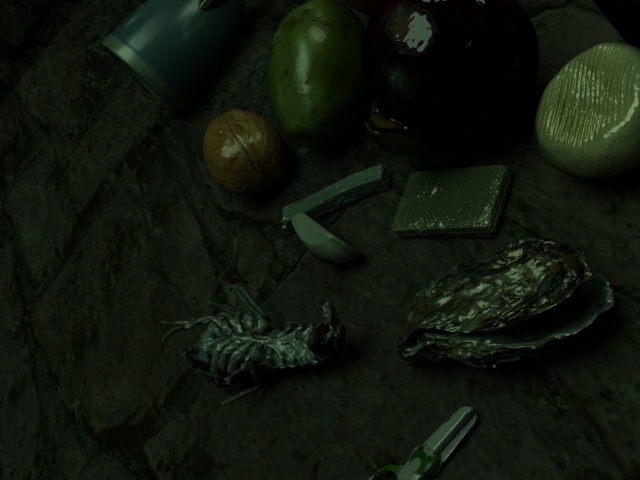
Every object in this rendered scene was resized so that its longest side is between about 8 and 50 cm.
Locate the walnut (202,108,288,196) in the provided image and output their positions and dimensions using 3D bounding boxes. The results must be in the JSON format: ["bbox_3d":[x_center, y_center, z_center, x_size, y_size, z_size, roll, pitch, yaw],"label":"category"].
[{"bbox_3d":[-0.154,-0.177,1.872,0.165,0.165,0.197,-51,37,3],"label":"walnut"}]

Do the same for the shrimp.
[{"bbox_3d":[-0.122,0.178,1.575,0.411,0.166,0.221,-2,57,31],"label":"shrimp"}]

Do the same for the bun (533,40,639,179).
[{"bbox_3d":[0.410,-0.174,1.313,0.222,0.127,0.222,-40,32,33],"label":"bun"}]

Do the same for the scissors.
[{"bbox_3d":[0.146,0.311,1.285,0.204,0.027,0.101,-49,39,8],"label":"scissors"}]

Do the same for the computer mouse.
[{"bbox_3d":[0.000,0.000,1.627,0.056,0.089,0.182,-54,36,1],"label":"computer mouse"}]

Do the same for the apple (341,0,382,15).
[{"bbox_3d":[0.124,-0.550,1.784,0.301,0.301,0.301,-27,45,30],"label":"apple"}]

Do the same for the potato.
[{"bbox_3d":[-0.005,-0.326,1.786,0.216,0.216,0.304,-6,61,44],"label":"potato"}]

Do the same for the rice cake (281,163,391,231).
[{"bbox_3d":[0.023,-0.078,1.701,0.245,0.042,0.045,-24,43,33],"label":"rice cake"}]

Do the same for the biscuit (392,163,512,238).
[{"bbox_3d":[0.211,-0.063,1.497,0.199,0.040,0.121,-2,59,46],"label":"biscuit"}]

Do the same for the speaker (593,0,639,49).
[{"bbox_3d":[0.524,-0.311,1.205,0.184,0.232,0.254,-51,37,5],"label":"speaker"}]

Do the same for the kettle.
[{"bbox_3d":[-0.335,-0.514,2.286,0.342,0.247,0.319,-48,12,-5],"label":"kettle"}]

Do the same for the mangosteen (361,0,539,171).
[{"bbox_3d":[0.204,-0.280,1.486,0.311,0.311,0.311,-27,45,30],"label":"mangosteen"}]

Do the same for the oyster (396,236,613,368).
[{"bbox_3d":[0.233,0.103,1.282,0.351,0.158,0.162,-30,1,38],"label":"oyster"}]
